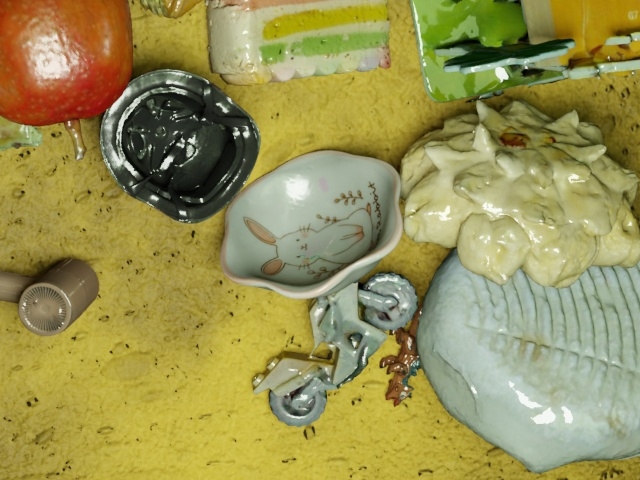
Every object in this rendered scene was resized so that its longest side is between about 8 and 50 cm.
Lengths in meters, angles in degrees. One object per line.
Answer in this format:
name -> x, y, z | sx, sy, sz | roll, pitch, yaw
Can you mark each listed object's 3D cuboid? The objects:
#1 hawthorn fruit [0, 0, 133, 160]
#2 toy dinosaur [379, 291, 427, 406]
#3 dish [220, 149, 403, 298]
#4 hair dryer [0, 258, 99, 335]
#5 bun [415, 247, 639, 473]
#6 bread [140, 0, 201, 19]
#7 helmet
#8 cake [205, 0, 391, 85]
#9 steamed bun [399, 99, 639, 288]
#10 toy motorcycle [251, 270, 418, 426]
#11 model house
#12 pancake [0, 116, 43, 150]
hawthorn fruit -> -0.283, -0.192, 1.646 | 0.196, 0.196, 0.225 | -17, 83, -14
toy dinosaur -> 0.110, 0.130, 1.908 | 0.055, 0.049, 0.154 | 18, 98, -16
dish -> 0.000, 0.000, 1.795 | 0.229, 0.229, 0.081 | -32, 134, -10
hair dryer -> -0.345, 0.049, 1.744 | 0.181, 0.117, 0.064 | 11, 107, 6
bun -> 0.270, 0.126, 1.833 | 0.354, 0.354, 0.194 | -2, 139, -17
bread -> -0.179, -0.366, 1.703 | 0.139, 0.143, 0.229 | -34, 110, -20
helmet -> -0.162, -0.112, 1.757 | 0.177, 0.107, 0.153 | 37, 93, -15
cake -> -0.013, -0.239, 1.793 | 0.225, 0.090, 0.109 | -9, 97, -16
steamed bun -> 0.241, -0.074, 1.793 | 0.292, 0.295, 0.137 | -38, 147, -47
toy motorcycle -> 0.004, 0.110, 1.858 | 0.130, 0.094, 0.229 | 40, 99, -14
model house -> 0.289, -0.288, 1.762 | 0.357, 0.313, 0.242 | -12, 100, -14
pancake -> -0.447, -0.013, 1.689 | 0.197, 0.054, 0.376 | 41, 89, -2
